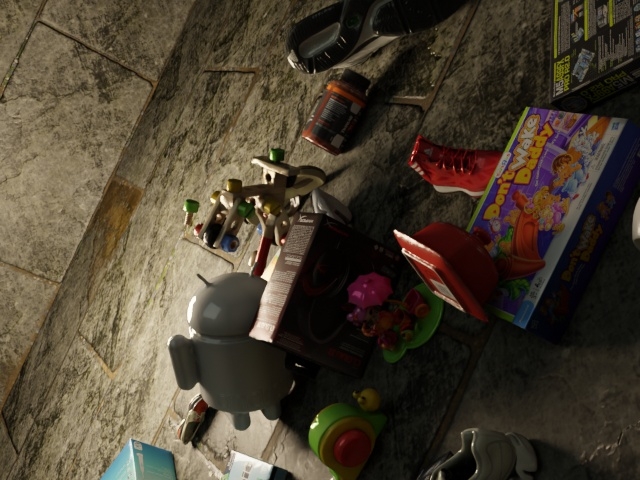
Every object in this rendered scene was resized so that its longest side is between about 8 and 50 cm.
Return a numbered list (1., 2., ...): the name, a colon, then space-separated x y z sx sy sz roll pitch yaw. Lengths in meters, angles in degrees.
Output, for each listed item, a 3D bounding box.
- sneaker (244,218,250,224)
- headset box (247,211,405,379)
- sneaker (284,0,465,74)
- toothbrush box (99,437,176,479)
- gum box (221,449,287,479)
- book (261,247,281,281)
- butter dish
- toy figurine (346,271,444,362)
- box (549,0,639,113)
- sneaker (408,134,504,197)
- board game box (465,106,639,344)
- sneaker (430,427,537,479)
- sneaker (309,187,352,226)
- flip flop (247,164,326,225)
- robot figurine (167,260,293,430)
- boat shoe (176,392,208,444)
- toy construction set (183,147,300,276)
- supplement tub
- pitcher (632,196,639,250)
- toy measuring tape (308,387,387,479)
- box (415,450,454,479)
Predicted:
1. sneaker: -0.194 -0.088 2.331 0.152 0.058 0.084 14 71 54
2. headset box: 0.009 0.120 1.680 0.110 0.218 0.293 6 72 59
3. sneaker: 0.143 -0.530 2.030 0.448 0.169 0.257 -22 7 16
4. toothbrush box: -0.442 0.661 2.069 0.216 0.126 0.295 -53 30 16
5. gum box: -0.152 0.529 1.796 0.184 0.041 0.156 -3 65 56
6. book: -0.110 0.104 2.076 0.144 0.035 0.096 -54 34 18
7. butter dish: 0.218 0.026 1.361 0.118 0.160 0.160 -43 28 -8
8. toy figurine: 0.110 0.127 1.574 0.173 0.159 0.130 -54 30 17
9. box: 0.489 -0.367 1.458 0.216 0.060 0.270 -27 45 48
10. sneaker: 0.244 -0.141 1.602 0.221 0.128 0.087 -9 60 56
11. board game box: 0.354 -0.034 1.393 0.233 0.078 0.347 25 89 61
12. sneaker: 0.192 0.396 1.276 0.292 0.118 0.110 -61 31 8
13. sneaker: 0.000 0.000 1.905 0.153 0.101 0.268 -50 35 19
14. flip flop: -0.090 -0.097 2.145 0.277 0.112 0.080 -28 59 39
15. robot figurine: -0.166 0.216 1.811 0.200 0.300 0.353 32 134 58
16. boat shoe: -0.307 0.433 2.112 0.137 0.049 0.043 -59 33 13
17. toy construction set: -0.138 -0.082 1.956 0.309 0.258 0.237 -133 55 -60
18. supplement tub: 0.044 -0.310 2.079 0.197 0.106 0.106 -61 29 5
19. pitcher: 0.497 -0.065 1.167 0.207 0.125 0.178 -56 8 -7
20. toy measuring tape: 0.007 0.406 1.565 0.330 0.121 0.121 -61 29 6
21. box: 0.176 0.374 1.368 0.067 0.018 0.083 -44 -4 32
